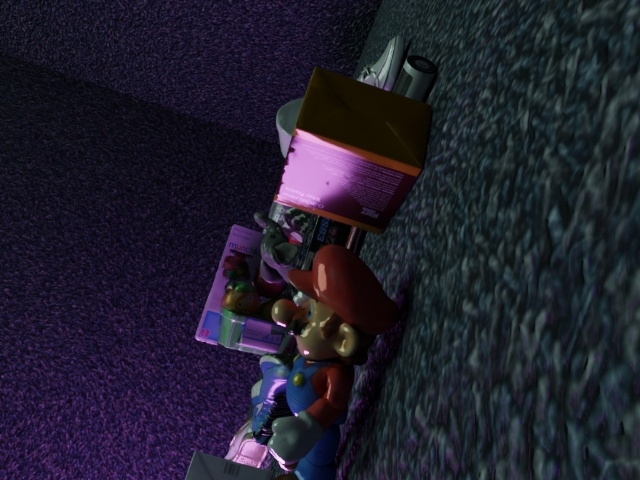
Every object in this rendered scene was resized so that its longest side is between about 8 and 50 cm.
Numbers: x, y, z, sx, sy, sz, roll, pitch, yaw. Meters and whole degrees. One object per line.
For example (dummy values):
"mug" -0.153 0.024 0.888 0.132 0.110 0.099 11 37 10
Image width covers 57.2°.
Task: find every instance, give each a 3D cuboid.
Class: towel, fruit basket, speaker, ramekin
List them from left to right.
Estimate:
"fruit basket" -0.169 0.165 1.757 0.165 0.327 0.353 25 94 58
"ramekin" -0.001 -0.309 1.764 0.273 0.273 0.127 -78 -5 -48
"towel" 0.074 -0.051 1.276 0.275 0.031 0.199 -123 51 -83
"speaker" 0.146 -0.240 0.996 0.055 0.055 0.136 -77 7 -45

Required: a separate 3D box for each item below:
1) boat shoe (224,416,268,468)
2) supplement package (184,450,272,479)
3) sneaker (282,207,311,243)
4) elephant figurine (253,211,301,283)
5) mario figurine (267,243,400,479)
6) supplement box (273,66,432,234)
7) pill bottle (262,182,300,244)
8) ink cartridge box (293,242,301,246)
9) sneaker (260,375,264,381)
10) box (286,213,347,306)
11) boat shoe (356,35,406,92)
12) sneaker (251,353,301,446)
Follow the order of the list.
"boat shoe" -0.215 0.620 1.720 0.302 0.113 0.103 -56 13 36
"supplement package" -0.240 0.632 1.391 0.149 0.194 0.203 -77 7 -48
"sneaker" -0.026 -0.100 2.038 0.182 0.158 0.410 -56 6 -12
"elephant figurine" -0.105 0.048 1.677 0.186 0.239 0.169 -90 19 -71
"mario figurine" -0.022 0.158 0.734 0.198 0.170 0.320 25 108 51
"supplement box" 0.046 -0.134 0.931 0.194 0.191 0.129 114 172 -58
"pill bottle" -0.121 -0.046 2.397 0.210 0.210 0.363 143 143 -82
"ink cartridge box" -0.060 0.071 1.933 0.135 0.099 0.056 117 169 -61
"sneaker" -0.145 0.440 1.833 0.190 0.071 0.083 -64 -11 -60
"box" 0.000 0.000 1.308 0.295 0.073 0.293 -159 88 -85
"boat shoe" 0.135 -0.396 1.473 0.267 0.088 0.096 113 173 -51
"sneaker" -0.066 0.320 1.142 0.330 0.130 0.147 109 162 -54
